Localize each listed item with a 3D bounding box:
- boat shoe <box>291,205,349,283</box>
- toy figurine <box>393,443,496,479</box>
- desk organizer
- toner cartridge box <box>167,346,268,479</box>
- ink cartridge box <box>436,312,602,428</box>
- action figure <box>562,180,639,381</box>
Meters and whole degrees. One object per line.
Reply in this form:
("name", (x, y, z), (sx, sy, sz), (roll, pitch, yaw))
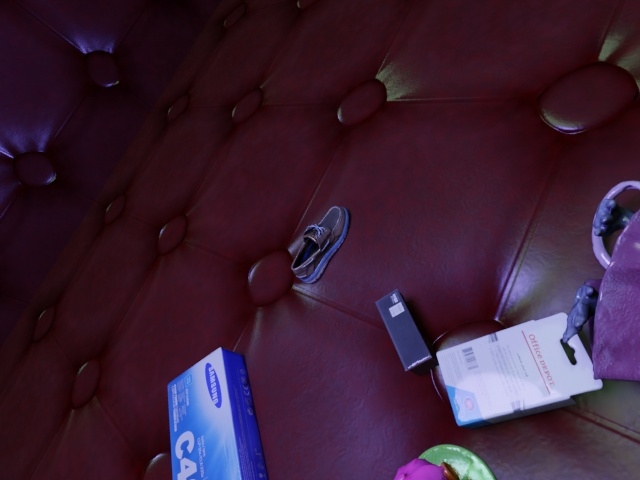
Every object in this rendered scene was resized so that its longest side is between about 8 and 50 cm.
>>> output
("boat shoe", (0.000, 0.000, 0.867), (0.066, 0.066, 0.183), (15, 74, 42))
("toy figurine", (0.148, 0.329, 0.487), (0.130, 0.159, 0.173), (-47, 46, 5))
("desk organizer", (0.143, 0.150, 0.675), (0.047, 0.050, 0.130), (-35, 48, 16))
("toner cartridge box", (-0.199, 0.399, 0.776), (0.165, 0.075, 0.347), (-36, 47, 14))
("ink cartridge box", (0.264, 0.180, 0.555), (0.180, 0.060, 0.104), (-26, 50, 24))
("action figure", (0.466, 0.096, 0.408), (0.371, 0.276, 0.247), (17, 114, 27))
